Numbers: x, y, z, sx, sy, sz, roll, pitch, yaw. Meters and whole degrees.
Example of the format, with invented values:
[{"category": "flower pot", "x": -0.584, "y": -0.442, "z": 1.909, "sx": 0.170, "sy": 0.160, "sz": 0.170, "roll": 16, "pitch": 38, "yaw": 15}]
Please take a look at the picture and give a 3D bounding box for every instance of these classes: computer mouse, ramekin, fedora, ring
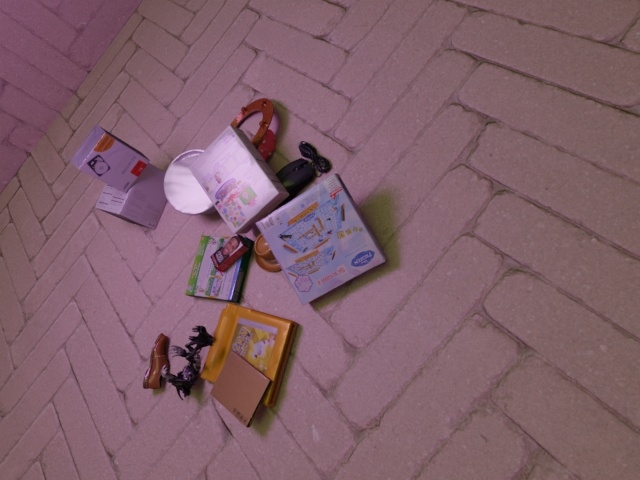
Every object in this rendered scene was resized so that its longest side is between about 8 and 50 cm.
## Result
[{"category": "computer mouse", "x": -0.111, "y": -0.249, "z": 1.659, "sx": 0.272, "sy": 0.072, "sz": 0.188, "roll": -46, "pitch": 56, "yaw": 8}, {"category": "ramekin", "x": -0.493, "y": -0.230, "z": 1.802, "sx": 0.272, "sy": 0.127, "sz": 0.273, "roll": -1, "pitch": 83, "yaw": 11}, {"category": "fedora", "x": -0.176, "y": 0.018, "z": 1.591, "sx": 0.194, "sy": 0.079, "sz": 0.195, "roll": -11, "pitch": 66, "yaw": 26}, {"category": "ring", "x": -0.326, "y": -0.465, "z": 1.843, "sx": 0.336, "sy": 0.032, "sz": 0.337, "roll": -25, "pitch": 48, "yaw": 31}]

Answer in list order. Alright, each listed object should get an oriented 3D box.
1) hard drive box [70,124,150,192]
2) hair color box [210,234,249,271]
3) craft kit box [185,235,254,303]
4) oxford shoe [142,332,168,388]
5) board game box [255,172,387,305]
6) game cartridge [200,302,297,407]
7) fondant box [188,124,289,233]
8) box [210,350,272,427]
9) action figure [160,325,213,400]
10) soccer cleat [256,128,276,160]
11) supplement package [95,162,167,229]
[{"category": "hard drive box", "x": -0.857, "y": -0.330, "z": 1.791, "sx": 0.089, "sy": 0.232, "sz": 0.181, "roll": 36, "pitch": 91, "yaw": 31}, {"category": "hair color box", "x": -0.341, "y": 0.045, "z": 1.635, "sx": 0.141, "sy": 0.043, "sz": 0.072, "roll": -42, "pitch": 55, "yaw": 10}, {"category": "craft kit box", "x": -0.394, "y": 0.108, "z": 1.701, "sx": 0.246, "sy": 0.061, "sz": 0.250, "roll": 4, "pitch": 73, "yaw": 29}, {"category": "oxford shoe", "x": -0.623, "y": 0.469, "z": 1.699, "sx": 0.075, "sy": 0.076, "sz": 0.212, "roll": 6, "pitch": 69, "yaw": 1}, {"category": "board game box", "x": 0.000, "y": 0.000, "z": 1.418, "sx": 0.318, "sy": 0.066, "sz": 0.318, "roll": -30, "pitch": 88, "yaw": 18}, {"category": "game cartridge", "x": -0.254, "y": 0.383, "z": 1.513, "sx": 0.323, "sy": 0.052, "sz": 0.286, "roll": 8, "pitch": 76, "yaw": 32}, {"category": "fondant box", "x": -0.308, "y": -0.223, "z": 1.632, "sx": 0.238, "sy": 0.096, "sz": 0.330, "roll": -40, "pitch": 77, "yaw": 17}, {"category": "box", "x": -0.264, "y": 0.484, "z": 1.439, "sx": 0.201, "sy": 0.021, "sz": 0.165, "roll": 24, "pitch": 85, "yaw": 37}, {"category": "action figure", "x": -0.485, "y": 0.435, "z": 1.550, "sx": 0.276, "sy": 0.140, "sz": 0.164, "roll": -62, "pitch": 20, "yaw": 14}, {"category": "soccer cleat", "x": -0.253, "y": -0.338, "z": 1.777, "sx": 0.095, "sy": 0.083, "sz": 0.248, "roll": 5, "pitch": 77, "yaw": 37}, {"category": "supplement package", "x": -0.843, "y": -0.219, "z": 2.000, "sx": 0.198, "sy": 0.199, "sz": 0.263, "roll": 13, "pitch": 78, "yaw": 32}]
